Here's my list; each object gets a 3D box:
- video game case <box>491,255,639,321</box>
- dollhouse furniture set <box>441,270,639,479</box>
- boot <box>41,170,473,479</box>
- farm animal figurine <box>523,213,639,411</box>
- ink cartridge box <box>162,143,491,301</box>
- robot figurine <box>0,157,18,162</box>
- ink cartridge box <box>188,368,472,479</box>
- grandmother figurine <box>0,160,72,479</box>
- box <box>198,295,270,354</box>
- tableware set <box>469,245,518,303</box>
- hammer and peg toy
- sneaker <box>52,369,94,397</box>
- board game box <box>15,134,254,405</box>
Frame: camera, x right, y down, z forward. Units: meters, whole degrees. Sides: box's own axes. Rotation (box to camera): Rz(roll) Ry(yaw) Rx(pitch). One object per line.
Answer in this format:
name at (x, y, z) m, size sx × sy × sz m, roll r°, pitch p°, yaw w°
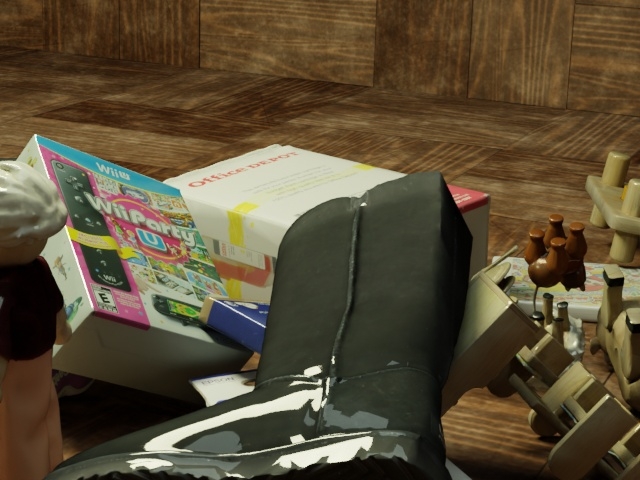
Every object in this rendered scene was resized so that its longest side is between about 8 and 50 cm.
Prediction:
video game case at (0.354, 0.069, 2.020) m, size 0.227 × 0.026 × 0.206 m, roll 5°, pitch 17°, yaw 8°
dollhouse furniture set at (0.200, 0.177, 1.429) m, size 0.242 × 0.161 × 0.212 m, roll 42°, pitch 5°, yaw -20°
boot at (-0.045, 0.110, 1.342) m, size 0.367 × 0.146 × 0.445 m, roll -6°, pitch 35°, yaw 11°
farm animal figurine at (0.404, 0.100, 1.701) m, size 0.330 × 0.172 × 0.327 m, roll 4°, pitch 31°, yaw 11°
ink cartridge box at (0.000, 0.000, 1.962) m, size 0.384 × 0.160 × 0.279 m, roll 17°, pitch 27°, yaw 40°
robot figurine at (-0.441, -0.030, 2.015) m, size 0.278 × 0.209 × 0.173 m, roll -2°, pitch 31°, yaw -3°
ink cartridge box at (0.008, 0.218, 1.418) m, size 0.175 × 0.069 × 0.371 m, roll -6°, pitch 21°, yaw -23°
grandmother figurine at (-0.284, 0.095, 1.311) m, size 0.104 × 0.342 × 0.208 m, roll 1°, pitch 16°, yaw -3°
box at (-0.009, 0.118, 1.538) m, size 0.225 × 0.036 × 0.136 m, roll 27°, pitch 12°, yaw 37°
tableware set at (0.171, 0.094, 1.732) m, size 0.194 × 0.039 × 0.128 m, roll -40°, pitch 5°, yaw 35°
hammer and peg toy at (0.598, -0.024, 2.170) m, size 0.361 × 0.127 × 0.266 m, roll 12°, pitch 16°, yaw -3°
sneaker at (-0.357, 0.165, 1.534) m, size 0.152 × 0.114 × 0.305 m, roll -9°, pitch 10°, yaw 19°
board game box at (-0.232, 0.034, 1.635) m, size 0.224 × 0.097 × 0.303 m, roll 20°, pitch 28°, yaw -39°
